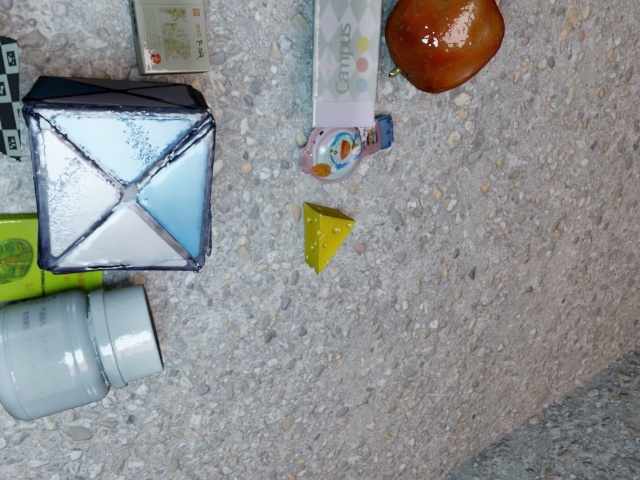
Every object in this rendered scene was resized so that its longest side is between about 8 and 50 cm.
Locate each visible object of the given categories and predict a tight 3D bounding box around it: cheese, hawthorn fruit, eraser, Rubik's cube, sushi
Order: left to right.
[{"bbox_3d":[-0.590,-0.253,0.920,0.043,0.279,0.192,-25,132,-54],"label":"sushi"},{"bbox_3d":[-0.367,-0.134,1.058,0.307,0.310,0.305,1,116,-19],"label":"Rubik's cube"},{"bbox_3d":[0.000,0.000,1.535,0.126,0.093,0.171,8,110,-36],"label":"cheese"},{"bbox_3d":[0.062,-0.465,1.311,0.213,0.082,0.397,-8,110,-28],"label":"eraser"},{"bbox_3d":[0.072,-0.247,1.467,0.286,0.074,0.189,-22,125,-23],"label":"cheese"},{"bbox_3d":[0.281,-0.492,1.362,0.300,0.275,0.275,-39,129,8],"label":"hawthorn fruit"}]

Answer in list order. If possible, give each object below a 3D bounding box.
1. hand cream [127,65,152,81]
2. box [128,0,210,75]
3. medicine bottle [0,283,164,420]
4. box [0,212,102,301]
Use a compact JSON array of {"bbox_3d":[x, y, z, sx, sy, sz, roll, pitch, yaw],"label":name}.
[{"bbox_3d":[-0.391,-0.279,1.177,0.067,0.042,0.194,8,111,-41],"label":"hand cream"},{"bbox_3d":[-0.299,-0.432,1.119,0.141,0.058,0.201,-13,105,-27],"label":"box"},{"bbox_3d":[-0.508,0.225,1.206,0.306,0.245,0.245,-14,121,-15],"label":"medicine bottle"},{"bbox_3d":[-0.632,0.035,1.182,0.335,0.047,0.187,-5,116,-31],"label":"box"}]
